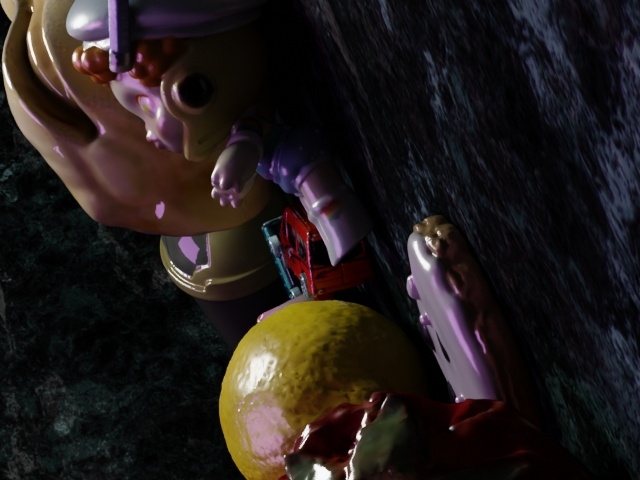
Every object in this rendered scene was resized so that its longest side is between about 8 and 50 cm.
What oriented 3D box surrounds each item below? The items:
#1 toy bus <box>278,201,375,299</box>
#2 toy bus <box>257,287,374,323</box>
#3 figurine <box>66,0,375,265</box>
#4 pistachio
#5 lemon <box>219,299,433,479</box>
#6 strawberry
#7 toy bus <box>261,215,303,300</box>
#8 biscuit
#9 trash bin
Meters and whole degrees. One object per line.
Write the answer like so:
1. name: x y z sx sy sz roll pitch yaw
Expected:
1. toy bus: 0.000 0.000 1.862 0.195 0.081 0.089 -129 26 -71
2. toy bus: 0.037 0.203 1.947 0.127 0.147 0.302 59 -170 -72
3. figurine: -0.081 -0.143 1.674 0.382 0.205 0.224 48 178 -13
4. pistachio: -0.216 -0.194 1.946 0.365 0.281 0.445 3 -130 -52
5. lemon: 0.005 0.175 1.726 0.263 0.236 0.236 72 173 -65
6. strawberry: 0.124 0.278 1.097 0.345 0.295 0.317 31 177 -33
7. toy bus: -0.016 0.040 2.161 0.092 0.079 0.160 158 90 -84
8. biscuit: 0.114 0.086 1.273 0.208 0.049 0.181 81 166 -62
9. trash bin: -0.117 0.023 2.400 0.214 0.214 0.334 63 178 35
